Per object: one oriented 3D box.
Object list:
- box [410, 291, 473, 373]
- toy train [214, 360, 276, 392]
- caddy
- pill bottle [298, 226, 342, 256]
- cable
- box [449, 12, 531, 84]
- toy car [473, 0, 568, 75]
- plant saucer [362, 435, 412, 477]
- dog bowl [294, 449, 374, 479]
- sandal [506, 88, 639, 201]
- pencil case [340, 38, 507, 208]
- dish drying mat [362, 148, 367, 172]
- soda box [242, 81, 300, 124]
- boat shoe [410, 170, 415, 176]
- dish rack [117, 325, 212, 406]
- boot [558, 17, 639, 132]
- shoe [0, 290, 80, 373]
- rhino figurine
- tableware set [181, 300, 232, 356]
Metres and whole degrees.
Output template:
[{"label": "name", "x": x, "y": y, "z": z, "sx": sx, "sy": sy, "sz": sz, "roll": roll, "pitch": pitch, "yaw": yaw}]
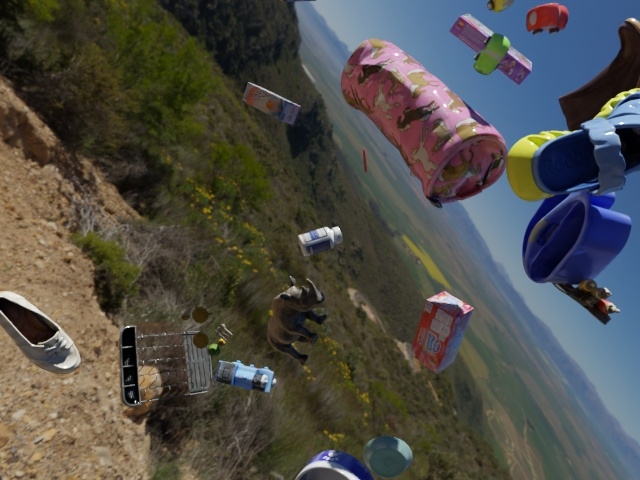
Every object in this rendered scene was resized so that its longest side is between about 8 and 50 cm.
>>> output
[{"label": "box", "x": 0.438, "y": 0.334, "z": 1.462, "sx": 0.122, "sy": 0.257, "sz": 0.128, "roll": -13, "pitch": 32, "yaw": -39}, {"label": "toy train", "x": -0.232, "y": 0.422, "z": 1.243, "sx": 0.105, "sy": 0.184, "sz": 0.080, "roll": 57, "pitch": 43, "yaw": -69}, {"label": "caddy", "x": 0.716, "y": -0.018, "z": 1.182, "sx": 0.341, "sy": 0.179, "sz": 0.241, "roll": 98, "pitch": 2, "yaw": -46}, {"label": "pill bottle", "x": 0.000, "y": 0.000, "z": 1.169, "sx": 0.067, "sy": 0.120, "sz": 0.067, "roll": 163, "pitch": -90, "yaw": -81}, {"label": "cable", "x": 0.787, "y": 0.157, "z": 1.199, "sx": 0.139, "sy": 0.072, "sz": 0.287, "roll": 52, "pitch": 14, "yaw": 1}, {"label": "box", "x": 0.585, "y": -0.658, "z": 1.368, "sx": 0.293, "sy": 0.057, "sz": 0.201, "roll": 39, "pitch": 39, "yaw": 2}, {"label": "toy car", "x": 0.456, "y": -0.511, "z": 0.969, "sx": 0.239, "sy": 0.225, "sz": 0.053, "roll": 30, "pitch": 8, "yaw": -3}, {"label": "plant saucer", "x": 0.159, "y": 0.521, "z": 0.953, "sx": 0.119, "sy": 0.119, "sz": 0.021, "roll": 51, "pitch": 14, "yaw": -10}, {"label": "dog bowl", "x": 0.045, "y": 0.810, "z": 1.254, "sx": 0.265, "sy": 0.265, "sz": 0.104, "roll": 58, "pitch": 20, "yaw": 11}, {"label": "sandal", "x": 0.436, "y": -0.137, "z": 0.573, "sx": 0.126, "sy": 0.317, "sz": 0.138, "roll": 66, "pitch": -12, "yaw": -14}, {"label": "pencil case", "x": 0.179, "y": -0.238, "z": 0.775, "sx": 0.160, "sy": 0.167, "sz": 0.386, "roll": 1, "pitch": 46, "yaw": -35}, {"label": "dish drying mat", "x": 0.163, "y": -0.294, "z": 1.474, "sx": 0.032, "sy": 0.008, "sz": 0.083, "roll": -99, "pitch": -178, "yaw": -68}, {"label": "soda box", "x": -0.144, "y": -0.394, "z": 1.151, "sx": 0.183, "sy": 0.058, "sz": 0.063, "roll": 35, "pitch": 21, "yaw": 34}, {"label": "boat shoe", "x": 0.364, "y": -0.323, "z": 1.447, "sx": 0.066, "sy": 0.066, "sz": 0.183, "roll": -53, "pitch": 145, "yaw": -68}, {"label": "dish rack", "x": -0.430, "y": 0.348, "z": 1.135, "sx": 0.271, "sy": 0.074, "sz": 0.208, "roll": 8, "pitch": 58, "yaw": -42}, {"label": "boot", "x": 0.731, "y": -0.413, "z": 1.036, "sx": 0.090, "sy": 0.207, "sz": 0.248, "roll": -16, "pitch": 91, "yaw": -61}, {"label": "shoe", "x": -0.578, "y": 0.191, "z": 0.813, "sx": 0.219, "sy": 0.058, "sz": 0.076, "roll": 53, "pitch": 50, "yaw": -17}, {"label": "rhino figurine", "x": -0.048, "y": 0.151, "z": 0.779, "sx": 0.106, "sy": 0.243, "sz": 0.073, "roll": 26, "pitch": 47, "yaw": 8}, {"label": "tableware set", "x": -0.329, "y": 0.253, "z": 1.139, "sx": 0.154, "sy": 0.104, "sz": 0.024, "roll": 41, "pitch": 5, "yaw": 2}]
